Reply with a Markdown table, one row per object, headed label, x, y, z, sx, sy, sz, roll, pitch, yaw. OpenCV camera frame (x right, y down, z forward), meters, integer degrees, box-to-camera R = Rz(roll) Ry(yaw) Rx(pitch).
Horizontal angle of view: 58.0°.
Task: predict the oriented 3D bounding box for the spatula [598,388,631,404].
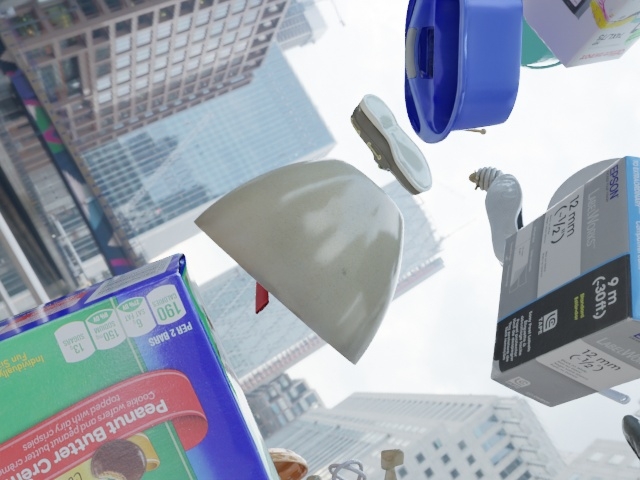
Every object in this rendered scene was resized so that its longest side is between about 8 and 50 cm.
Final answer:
| label | x | y | z | sx | sy | sz | roll | pitch | yaw |
| --- | --- | --- | --- | --- | --- | --- | --- | --- | --- |
| spatula | 0.480 | 0.201 | 0.979 | 0.019 | 0.168 | 0.242 | 50 | -7 | -9 |

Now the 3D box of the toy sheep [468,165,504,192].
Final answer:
| label | x | y | z | sx | sy | sz | roll | pitch | yaw |
| --- | --- | --- | --- | --- | --- | --- | --- | --- | --- |
| toy sheep | 0.525 | -0.189 | 1.790 | 0.132 | 0.091 | 0.091 | 13 | -45 | 22 |

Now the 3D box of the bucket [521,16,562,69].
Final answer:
| label | x | y | z | sx | sy | sz | roll | pitch | yaw |
| --- | --- | --- | --- | --- | --- | --- | --- | --- | --- |
| bucket | 0.600 | -0.588 | 1.499 | 0.281 | 0.183 | 0.281 | 166 | -90 | -73 |

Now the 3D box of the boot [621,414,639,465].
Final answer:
| label | x | y | z | sx | sy | sz | roll | pitch | yaw |
| --- | --- | --- | --- | --- | --- | --- | --- | --- | --- |
| boot | 0.644 | 0.409 | 1.124 | 0.189 | 0.076 | 0.208 | 60 | 22 | -18 |

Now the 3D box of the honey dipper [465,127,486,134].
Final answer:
| label | x | y | z | sx | sy | sz | roll | pitch | yaw |
| --- | --- | --- | --- | --- | --- | --- | --- | --- | --- |
| honey dipper | 0.364 | -0.291 | 1.512 | 0.030 | 0.161 | 0.030 | -177 | -90 | -70 |

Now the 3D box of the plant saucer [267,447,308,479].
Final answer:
| label | x | y | z | sx | sy | sz | roll | pitch | yaw |
| --- | --- | --- | --- | --- | --- | --- | --- | --- | --- |
| plant saucer | -0.125 | 0.477 | 1.193 | 0.200 | 0.200 | 0.037 | 92 | -12 | -51 |

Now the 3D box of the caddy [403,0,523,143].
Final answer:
| label | x | y | z | sx | sy | sz | roll | pitch | yaw |
| --- | --- | --- | --- | --- | --- | --- | --- | --- | --- |
| caddy | 0.246 | -0.358 | 1.110 | 0.241 | 0.179 | 0.341 | -148 | -125 | -70 |

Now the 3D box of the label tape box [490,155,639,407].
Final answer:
| label | x | y | z | sx | sy | sz | roll | pitch | yaw |
| --- | --- | --- | --- | --- | --- | --- | --- | --- | --- |
| label tape box | 0.367 | 0.034 | 0.708 | 0.115 | 0.249 | 0.347 | 26 | -36 | -8 |

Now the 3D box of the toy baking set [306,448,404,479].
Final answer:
| label | x | y | z | sx | sy | sz | roll | pitch | yaw |
| --- | --- | --- | --- | --- | --- | --- | --- | --- | --- |
| toy baking set | 0.036 | 0.377 | 0.844 | 0.197 | 0.256 | 0.030 | 45 | 26 | -39 |

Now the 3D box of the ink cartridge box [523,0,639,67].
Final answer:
| label | x | y | z | sx | sy | sz | roll | pitch | yaw |
| --- | --- | --- | --- | --- | --- | --- | --- | --- | --- |
| ink cartridge box | 0.567 | -0.511 | 1.126 | 0.197 | 0.198 | 0.270 | 61 | -31 | 19 |

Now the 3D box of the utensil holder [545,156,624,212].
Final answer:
| label | x | y | z | sx | sy | sz | roll | pitch | yaw |
| --- | --- | --- | --- | --- | --- | --- | --- | --- | --- |
| utensil holder | 0.843 | 0.009 | 1.582 | 0.385 | 0.327 | 0.328 | 39 | -9 | -33 |

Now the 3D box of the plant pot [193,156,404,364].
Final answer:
| label | x | y | z | sx | sy | sz | roll | pitch | yaw |
| --- | --- | --- | --- | --- | --- | --- | --- | --- | --- |
| plant pot | 0.000 | 0.000 | 0.777 | 0.284 | 0.191 | 0.284 | 40 | -6 | 5 |

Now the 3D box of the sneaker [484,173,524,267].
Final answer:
| label | x | y | z | sx | sy | sz | roll | pitch | yaw |
| --- | --- | --- | --- | --- | --- | --- | --- | --- | --- |
| sneaker | 0.536 | -0.040 | 1.654 | 0.105 | 0.295 | 0.147 | -7 | -30 | 23 |

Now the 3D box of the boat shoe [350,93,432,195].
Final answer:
| label | x | y | z | sx | sy | sz | roll | pitch | yaw |
| --- | --- | --- | --- | --- | --- | --- | --- | --- | --- |
| boat shoe | 0.183 | -0.239 | 1.516 | 0.091 | 0.109 | 0.305 | -43 | -107 | 45 |

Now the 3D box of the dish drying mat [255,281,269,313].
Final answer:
| label | x | y | z | sx | sy | sz | roll | pitch | yaw |
| --- | --- | --- | --- | --- | --- | --- | --- | --- | --- |
| dish drying mat | -0.092 | 0.082 | 0.914 | 0.008 | 0.032 | 0.083 | 33 | 22 | -22 |

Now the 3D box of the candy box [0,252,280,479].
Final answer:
| label | x | y | z | sx | sy | sz | roll | pitch | yaw |
| --- | --- | --- | --- | --- | --- | --- | --- | --- | --- |
| candy box | -0.171 | 0.207 | 0.453 | 0.122 | 0.268 | 0.317 | -142 | -150 | -77 |
